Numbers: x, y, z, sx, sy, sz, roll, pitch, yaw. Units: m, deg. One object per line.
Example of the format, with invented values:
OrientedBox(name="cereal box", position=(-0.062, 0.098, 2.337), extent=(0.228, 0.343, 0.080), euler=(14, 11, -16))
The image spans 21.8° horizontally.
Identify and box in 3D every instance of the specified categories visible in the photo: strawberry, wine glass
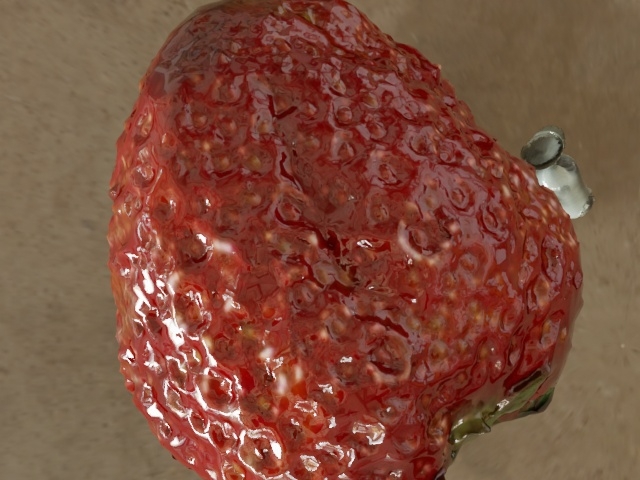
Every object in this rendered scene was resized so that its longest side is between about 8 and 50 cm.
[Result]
OrientedBox(name="strawberry", position=(0.000, 0.000, 0.890), extent=(0.257, 0.257, 0.277), euler=(-17, 107, 9))
OrientedBox(name="wine glass", position=(0.193, -0.053, 1.328), extent=(0.039, 0.083, 0.042), euler=(-1, 59, 34))
